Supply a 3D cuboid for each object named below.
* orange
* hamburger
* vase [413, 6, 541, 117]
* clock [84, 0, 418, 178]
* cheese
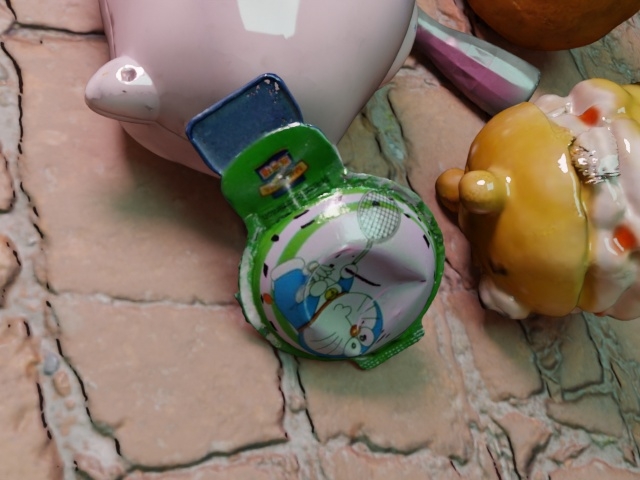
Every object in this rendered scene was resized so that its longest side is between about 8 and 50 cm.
[{"bbox_3d":[0.337,-0.408,1.057,0.284,0.284,0.226,41,45,-5],"label":"orange"},{"bbox_3d":[0.263,-0.037,0.840,0.237,0.276,0.276,-9,66,-1],"label":"hamburger"},{"bbox_3d":[0.188,-0.251,1.020,0.214,0.086,0.086,32,53,-7],"label":"vase"},{"bbox_3d":[-0.061,-0.247,0.759,0.368,0.250,0.377,20,56,-21],"label":"clock"},{"bbox_3d":[0.000,0.000,0.692,0.320,0.204,0.083,56,4,-30],"label":"cheese"}]
